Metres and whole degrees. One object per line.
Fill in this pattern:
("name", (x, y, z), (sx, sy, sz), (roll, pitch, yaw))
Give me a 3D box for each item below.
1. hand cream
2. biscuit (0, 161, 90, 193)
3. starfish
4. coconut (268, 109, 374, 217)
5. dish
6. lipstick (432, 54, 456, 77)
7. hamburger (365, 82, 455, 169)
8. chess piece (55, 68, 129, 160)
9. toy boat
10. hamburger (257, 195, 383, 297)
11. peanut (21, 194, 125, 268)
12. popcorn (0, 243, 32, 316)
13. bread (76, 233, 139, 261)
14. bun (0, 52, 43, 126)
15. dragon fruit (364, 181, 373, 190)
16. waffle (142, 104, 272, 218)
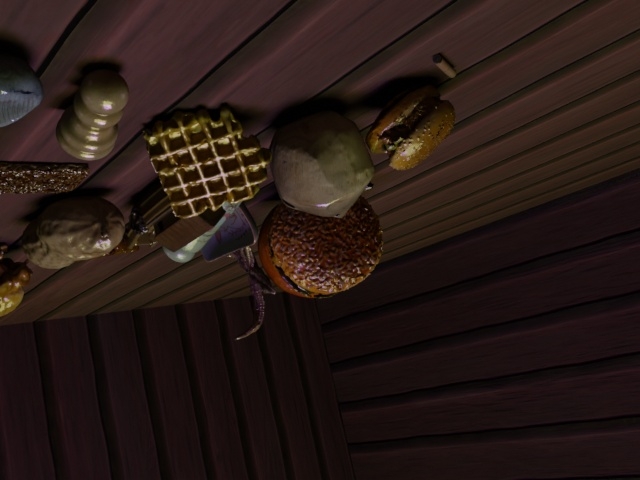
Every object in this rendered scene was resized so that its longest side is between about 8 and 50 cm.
("hand cream", (-0.283, -0.069, 1.681), (0.306, 0.093, 0.147), (-45, 158, 21))
("biscuit", (-0.588, -0.120, 1.316), (0.236, 0.026, 0.131), (-5, 165, -41))
("starfish", (-0.243, 0.098, 2.058), (0.132, 0.398, 0.384), (-12, 159, -12))
("coconut", (0.002, -0.145, 1.354), (0.224, 0.224, 0.224), (-13, 170, -2))
("dish", (-0.266, -0.042, 1.849), (0.212, 0.151, 0.077), (-21, -164, 36))
("lipstick", (0.234, -0.326, 1.252), (0.018, 0.019, 0.094), (-18, 168, 25))
("hamburger", (0.186, -0.221, 1.352), (0.181, 0.118, 0.191), (-36, 173, -14))
("chess piece", (-0.346, -0.204, 1.037), (0.094, 0.094, 0.170), (-6, 159, -35))
("toy boat", (-0.318, -0.068, 1.548), (0.135, 0.162, 0.445), (-7, 168, -44))
("hamburger", (0.000, 0.000, 1.867), (0.329, 0.330, 0.250), (-7, 171, -28))
("peanut", (-0.587, -0.023, 1.543), (0.291, 0.143, 0.159), (-14, 137, 34))
("popcorn", (-0.884, 0.111, 1.738), (0.253, 0.190, 0.191), (-13, 177, -24))
("bread", (-0.612, 0.012, 1.844), (0.233, 0.076, 0.104), (-13, -176, -40))
("bun", (-0.447, -0.206, 0.893), (0.140, 0.083, 0.141), (-20, 177, -1))
("dragon fruit", (0.039, -0.157, 1.544), (0.166, 0.172, 0.160), (21, 121, -7))
("waffle", (-0.203, -0.157, 1.269), (0.218, 0.057, 0.229), (-14, 135, -1))
